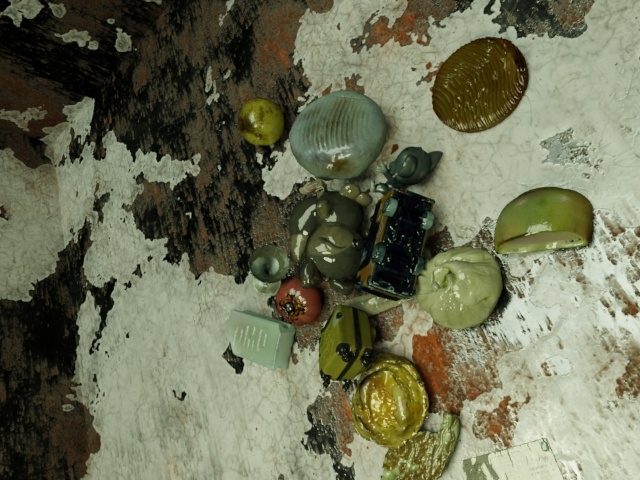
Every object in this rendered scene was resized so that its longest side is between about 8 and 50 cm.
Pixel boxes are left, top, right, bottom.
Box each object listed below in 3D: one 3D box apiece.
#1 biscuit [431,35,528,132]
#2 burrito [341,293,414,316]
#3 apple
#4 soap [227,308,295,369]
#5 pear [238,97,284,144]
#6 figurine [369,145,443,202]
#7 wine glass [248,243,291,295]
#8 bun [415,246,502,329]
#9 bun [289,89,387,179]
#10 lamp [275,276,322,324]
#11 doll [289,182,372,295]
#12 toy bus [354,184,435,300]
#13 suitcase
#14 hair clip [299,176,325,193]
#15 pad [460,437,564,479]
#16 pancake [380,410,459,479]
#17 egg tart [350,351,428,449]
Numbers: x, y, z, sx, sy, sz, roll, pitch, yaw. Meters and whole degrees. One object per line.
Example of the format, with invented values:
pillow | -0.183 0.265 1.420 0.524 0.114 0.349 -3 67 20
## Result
biscuit | 0.502 -0.500 1.684 0.317 0.040 0.318 -10 74 37
burrito | 0.189 0.203 1.764 0.275 0.059 0.082 -25 73 32
apple | 0.607 -0.072 1.462 0.264 0.120 0.193 -7 65 34
soap | -0.240 0.380 2.037 0.289 0.095 0.173 10 86 39
pear | -0.242 -0.498 2.172 0.197 0.197 0.197 -9 75 36
figurine | 0.258 -0.204 1.731 0.140 0.193 0.265 43 119 34
wine glass | -0.197 0.123 1.969 0.156 0.232 0.156 3 68 -6
bun | 0.398 0.138 1.550 0.259 0.160 0.259 -7 78 35
bun | 0.071 -0.361 1.861 0.361 0.211 0.362 -13 52 18
lamp | -0.082 0.223 1.906 0.182 0.140 0.182 8 109 23
doll | 0.029 0.012 1.859 0.378 0.252 0.383 -22 51 66
toy bus | 0.227 0.018 1.637 0.194 0.161 0.324 140 147 -71
suitcase | 0.087 0.346 1.715 0.235 0.143 0.194 -92 24 -49
hair clip | -0.014 -0.196 1.834 0.072 0.034 0.226 -52 16 -9
pad | 0.524 0.653 1.433 0.265 0.009 0.160 -31 63 30
pancake | 0.286 0.651 1.595 0.376 0.054 0.197 -44 50 21
egg tart | 0.195 0.496 1.635 0.297 0.132 0.297 -14 68 37
